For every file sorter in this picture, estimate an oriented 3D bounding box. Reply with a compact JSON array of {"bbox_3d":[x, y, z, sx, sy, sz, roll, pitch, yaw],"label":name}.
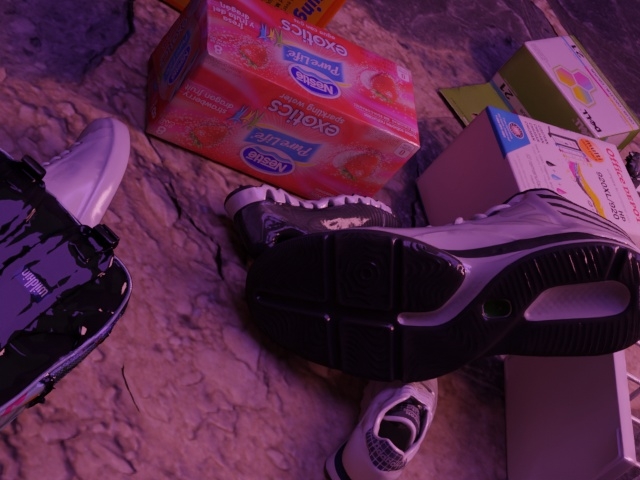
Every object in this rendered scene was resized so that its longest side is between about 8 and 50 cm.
[{"bbox_3d":[0.341,0.223,1.850,0.173,0.193,0.277,28,40,-21],"label":"file sorter"}]

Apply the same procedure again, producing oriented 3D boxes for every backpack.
[{"bbox_3d":[-0.326,0.068,1.406,0.225,0.191,0.253,44,51,1],"label":"backpack"}]

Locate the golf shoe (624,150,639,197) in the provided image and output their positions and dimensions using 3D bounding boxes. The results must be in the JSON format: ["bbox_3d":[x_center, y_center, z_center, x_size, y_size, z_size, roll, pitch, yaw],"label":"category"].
[{"bbox_3d":[0.468,-0.054,2.320,0.094,0.077,0.198,38,39,-6],"label":"golf shoe"}]

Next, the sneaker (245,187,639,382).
[{"bbox_3d":[0.148,0.042,1.811,0.448,0.169,0.257,0,14,5],"label":"sneaker"}]

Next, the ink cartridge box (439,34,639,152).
[{"bbox_3d":[0.323,-0.190,2.308,0.255,0.097,0.189,-14,64,-48],"label":"ink cartridge box"}]

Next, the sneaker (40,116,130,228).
[{"bbox_3d":[-0.284,-0.050,1.635,0.123,0.106,0.290,34,40,-15],"label":"sneaker"}]

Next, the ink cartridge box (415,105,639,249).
[{"bbox_3d":[0.278,-0.038,2.062,0.233,0.168,0.171,13,45,-33],"label":"ink cartridge box"}]

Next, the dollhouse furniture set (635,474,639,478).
[{"bbox_3d":[0.597,0.292,1.927,0.303,0.286,0.198,-8,59,-32],"label":"dollhouse furniture set"}]

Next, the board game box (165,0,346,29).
[{"bbox_3d":[-0.071,-0.515,2.063,0.356,0.356,0.356,31,39,-15],"label":"board game box"}]

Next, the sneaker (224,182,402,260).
[{"bbox_3d":[0.000,0.000,1.864,0.234,0.078,0.106,6,54,-33],"label":"sneaker"}]

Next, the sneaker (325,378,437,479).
[{"bbox_3d":[0.091,0.191,1.741,0.090,0.095,0.235,37,36,-4],"label":"sneaker"}]

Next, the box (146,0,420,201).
[{"bbox_3d":[-0.046,-0.168,1.922,0.300,0.154,0.142,22,42,-26],"label":"box"}]
